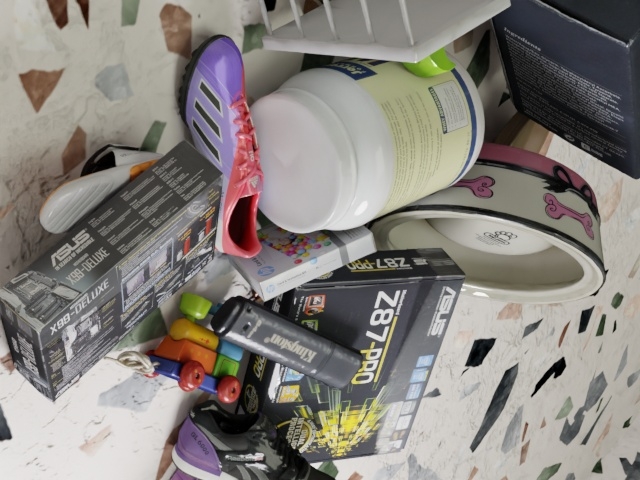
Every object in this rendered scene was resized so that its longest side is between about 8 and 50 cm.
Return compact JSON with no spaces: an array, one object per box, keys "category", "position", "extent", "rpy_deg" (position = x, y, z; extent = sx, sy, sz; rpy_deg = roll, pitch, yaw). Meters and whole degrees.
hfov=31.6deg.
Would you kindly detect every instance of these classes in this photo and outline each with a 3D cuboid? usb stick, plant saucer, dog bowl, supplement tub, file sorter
[{"category":"usb stick","position":[-0.046,0.157,1.720],"extent":[0.278,0.045,0.077],"rpy_deg":[29,109,-38]},{"category":"plant saucer","position":[0.366,-0.157,2.189],"extent":[0.278,0.041,0.278],"rpy_deg":[-50,161,-23]},{"category":"dog bowl","position":[0.292,-0.030,1.944],"extent":[0.408,0.408,0.150],"rpy_deg":[46,54,-56]},{"category":"supplement tub","position":[0.062,-0.151,1.663],"extent":[0.325,0.235,0.235],"rpy_deg":[-24,132,-43]},{"category":"file sorter","position":[0.064,-0.351,1.452],"extent":[0.193,0.278,0.173],"rpy_deg":[-35,123,-33]}]

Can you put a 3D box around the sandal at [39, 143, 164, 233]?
[{"category":"sandal","position":[-0.270,-0.077,1.401],"extent":[0.102,0.076,0.265],"rpy_deg":[-55,165,21]}]

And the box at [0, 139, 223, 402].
[{"category":"box","position":[-0.259,0.043,1.435],"extent":[0.307,0.076,0.242],"rpy_deg":[-43,166,-24]}]

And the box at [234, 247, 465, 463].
[{"category":"box","position":[0.038,0.200,1.891],"extent":[0.318,0.097,0.395],"rpy_deg":[-2,124,-30]}]

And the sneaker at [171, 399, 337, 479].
[{"category":"sneaker","position":[-0.087,0.344,1.798],"extent":[0.107,0.283,0.124],"rpy_deg":[-85,-164,-65]}]

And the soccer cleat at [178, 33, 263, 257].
[{"category":"soccer cleat","position":[-0.122,-0.123,1.542],"extent":[0.109,0.116,0.318],"rpy_deg":[-27,134,-41]}]

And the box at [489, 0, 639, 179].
[{"category":"box","position":[0.532,-0.436,1.845],"extent":[0.480,0.297,0.472],"rpy_deg":[-51,153,-6]}]

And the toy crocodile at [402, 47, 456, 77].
[{"category":"toy crocodile","position":[0.172,-0.392,1.647],"extent":[0.105,0.115,0.340],"rpy_deg":[29,55,-29]}]

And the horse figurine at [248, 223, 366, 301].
[{"category":"horse figurine","position":[0.000,0.000,1.847],"extent":[0.263,0.066,0.174],"rpy_deg":[-17,120,-43]}]

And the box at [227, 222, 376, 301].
[{"category":"box","position":[-0.032,0.011,1.687],"extent":[0.186,0.145,0.038],"rpy_deg":[-24,121,-15]}]

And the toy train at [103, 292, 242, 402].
[{"category":"toy train","position":[-0.204,0.140,1.661],"extent":[0.248,0.105,0.143],"rpy_deg":[32,71,-50]}]

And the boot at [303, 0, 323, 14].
[{"category":"boot","position":[0.022,-0.335,1.655],"extent":[0.087,0.042,0.118],"rpy_deg":[-54,147,-23]}]

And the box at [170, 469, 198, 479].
[{"category":"box","position":[-0.189,0.518,1.838],"extent":[0.243,0.213,0.117],"rpy_deg":[-55,147,-9]}]
